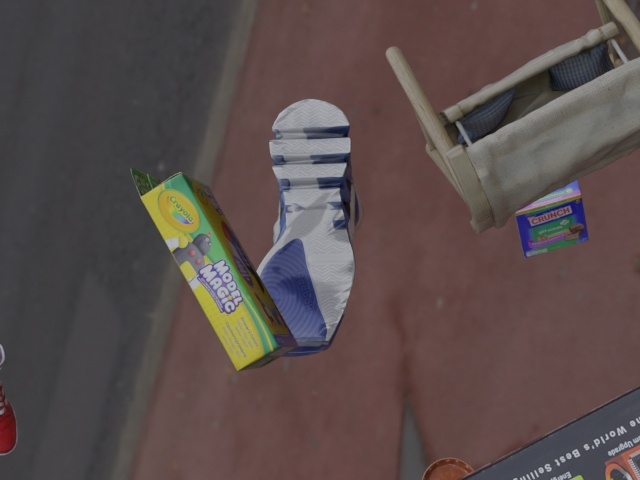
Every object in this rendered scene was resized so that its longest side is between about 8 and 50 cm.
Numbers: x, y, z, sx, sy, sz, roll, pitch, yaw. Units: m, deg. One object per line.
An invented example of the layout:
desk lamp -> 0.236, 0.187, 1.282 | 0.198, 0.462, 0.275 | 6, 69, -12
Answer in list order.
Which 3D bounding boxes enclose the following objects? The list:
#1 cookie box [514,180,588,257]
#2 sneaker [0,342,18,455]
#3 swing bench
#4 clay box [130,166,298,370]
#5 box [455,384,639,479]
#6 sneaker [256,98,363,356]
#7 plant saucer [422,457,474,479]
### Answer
cookie box -> 0.305, -0.032, 1.945 | 0.107, 0.092, 0.040 | 67, -171, -51
sneaker -> -0.282, 0.126, 1.234 | 0.067, 0.042, 0.118 | -17, 93, 68
swing bench -> 0.237, -0.144, 1.550 | 0.165, 0.253, 0.254 | 62, -177, -36
clay box -> -0.103, 0.019, 1.426 | 0.222, 0.053, 0.127 | 61, -176, 6
box -> 0.102, 0.299, 0.818 | 0.395, 0.097, 0.318 | -29, 81, 14
sneaker -> 0.000, -0.001, 1.848 | 0.182, 0.128, 0.315 | 57, -143, -70
plant saucer -> 0.188, 0.357, 2.116 | 0.013, 0.084, 0.083 | 86, -178, -70
